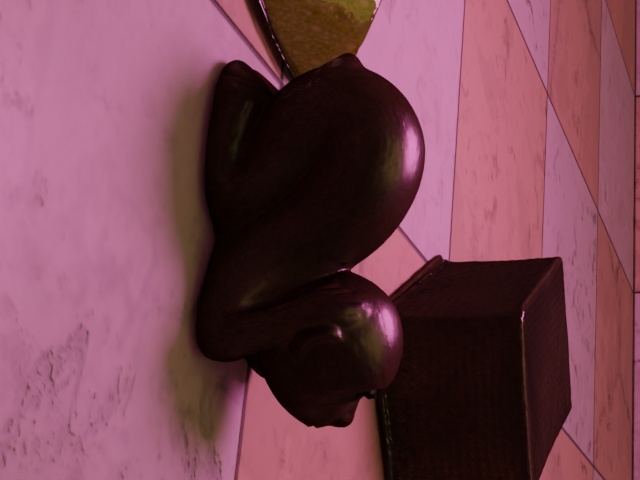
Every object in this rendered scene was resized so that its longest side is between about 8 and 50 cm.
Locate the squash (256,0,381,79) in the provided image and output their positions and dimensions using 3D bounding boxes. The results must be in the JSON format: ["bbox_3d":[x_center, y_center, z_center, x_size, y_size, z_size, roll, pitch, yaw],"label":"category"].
[{"bbox_3d":[0.009,-0.233,1.011,0.184,0.085,0.192,53,38,-57],"label":"squash"}]

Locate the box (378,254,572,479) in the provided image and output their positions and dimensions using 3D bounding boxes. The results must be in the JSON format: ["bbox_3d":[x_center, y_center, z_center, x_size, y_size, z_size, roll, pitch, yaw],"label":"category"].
[{"bbox_3d":[0.163,0.124,1.292,0.273,0.143,0.184,-30,116,-68],"label":"box"}]

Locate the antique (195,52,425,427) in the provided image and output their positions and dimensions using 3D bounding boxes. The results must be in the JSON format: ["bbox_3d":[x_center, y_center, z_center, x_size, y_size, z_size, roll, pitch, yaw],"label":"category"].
[{"bbox_3d":[0.000,0.000,0.888,0.121,0.143,0.257,31,61,-67],"label":"antique"}]
